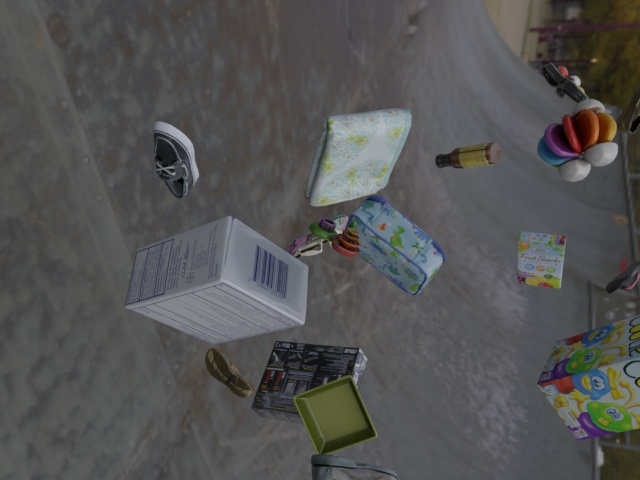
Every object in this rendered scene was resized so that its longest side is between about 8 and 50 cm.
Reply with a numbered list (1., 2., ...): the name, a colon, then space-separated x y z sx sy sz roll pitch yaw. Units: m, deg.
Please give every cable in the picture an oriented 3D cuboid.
1. cable: 0.629 -0.406 1.721 0.139 0.072 0.287 53 15 0

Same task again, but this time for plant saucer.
1. plant saucer: 0.044 0.486 1.906 0.188 0.188 0.045 66 15 1

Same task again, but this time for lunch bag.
1. lunch bag: 0.154 0.013 1.469 0.090 0.219 0.176 -46 167 -21

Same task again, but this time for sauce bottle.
1. sauce bottle: 0.265 -0.151 1.231 0.042 0.128 0.042 -1 91 -39

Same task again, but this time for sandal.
1. sandal: 0.839 0.106 1.851 0.179 0.067 0.040 -27 87 -37
2. sandal: -0.269 0.389 2.003 0.072 0.180 0.049 -46 -178 17

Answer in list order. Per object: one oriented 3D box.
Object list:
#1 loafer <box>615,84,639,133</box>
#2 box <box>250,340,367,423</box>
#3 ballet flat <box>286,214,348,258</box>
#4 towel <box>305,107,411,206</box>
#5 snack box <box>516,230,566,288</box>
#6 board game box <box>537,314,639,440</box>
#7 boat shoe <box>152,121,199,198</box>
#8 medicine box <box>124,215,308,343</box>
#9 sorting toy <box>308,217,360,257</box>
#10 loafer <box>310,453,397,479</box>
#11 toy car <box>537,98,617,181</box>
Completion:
1. loafer: 0.748 -0.311 1.582 0.050 0.056 0.148 59 -43 42
2. box: -0.034 0.439 2.097 0.076 0.307 0.242 59 40 -45
3. ballet flat: 0.000 0.000 2.156 0.079 0.221 0.077 65 2 34
4. towel: 0.126 -0.286 2.353 0.321 0.090 0.374 -14 142 -28
5. snack box: 0.503 0.045 1.557 0.037 0.100 0.141 -65 154 -42
6. board game box: 0.562 0.239 1.228 0.144 0.275 0.142 53 44 -5
7. boat shoe: -0.424 -0.219 1.939 0.301 0.108 0.102 93 18 -65
8. medicine box: -0.219 0.098 1.467 0.263 0.289 0.149 35 49 -45
9. sorting toy: 0.031 -0.014 1.064 0.061 0.102 0.042 6 116 -48
10. loafer: 0.070 0.523 1.471 0.267 0.096 0.084 30 57 -42
11. toy car: 0.581 -0.234 1.573 0.136 0.182 0.159 4 65 -31
